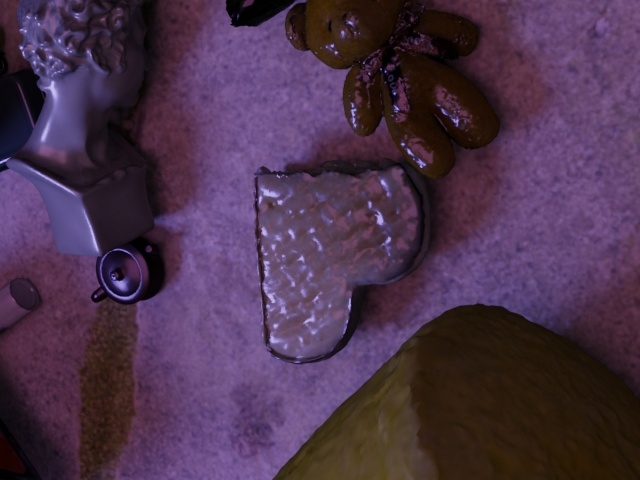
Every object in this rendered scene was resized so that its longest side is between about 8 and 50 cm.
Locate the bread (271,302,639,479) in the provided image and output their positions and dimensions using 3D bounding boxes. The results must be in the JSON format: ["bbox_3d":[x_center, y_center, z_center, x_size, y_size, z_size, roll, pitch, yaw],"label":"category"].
[{"bbox_3d":[0.127,0.252,1.023,0.348,0.348,0.308,51,126,7],"label":"bread"}]

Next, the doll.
[{"bbox_3d":[0.064,-0.154,1.083,0.137,0.097,0.209,-42,81,10],"label":"doll"}]

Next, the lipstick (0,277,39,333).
[{"bbox_3d":[-0.361,0.090,1.369,0.141,0.040,0.040,-34,86,26],"label":"lipstick"}]

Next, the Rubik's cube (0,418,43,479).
[{"bbox_3d":[-0.489,0.258,1.328,0.260,0.255,0.259,-36,85,37],"label":"Rubik's cube"}]

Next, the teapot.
[{"bbox_3d":[-0.196,0.033,1.277,0.100,0.045,0.068,-40,82,26],"label":"teapot"}]

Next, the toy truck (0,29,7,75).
[{"bbox_3d":[-0.367,-0.195,1.305,0.083,0.049,0.054,7,103,23],"label":"toy truck"}]

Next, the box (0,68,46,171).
[{"bbox_3d":[-0.332,-0.118,1.314,0.126,0.031,0.091,-16,94,28],"label":"box"}]

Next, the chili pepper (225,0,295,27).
[{"bbox_3d":[-0.049,-0.313,1.096,0.148,0.116,0.264,-11,85,28],"label":"chili pepper"}]

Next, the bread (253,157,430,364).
[{"bbox_3d":[0.000,0.000,1.168,0.172,0.064,0.232,42,114,11],"label":"bread"}]

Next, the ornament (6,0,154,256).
[{"bbox_3d":[-0.229,-0.123,1.213,0.120,0.130,0.285,17,109,35],"label":"ornament"}]
